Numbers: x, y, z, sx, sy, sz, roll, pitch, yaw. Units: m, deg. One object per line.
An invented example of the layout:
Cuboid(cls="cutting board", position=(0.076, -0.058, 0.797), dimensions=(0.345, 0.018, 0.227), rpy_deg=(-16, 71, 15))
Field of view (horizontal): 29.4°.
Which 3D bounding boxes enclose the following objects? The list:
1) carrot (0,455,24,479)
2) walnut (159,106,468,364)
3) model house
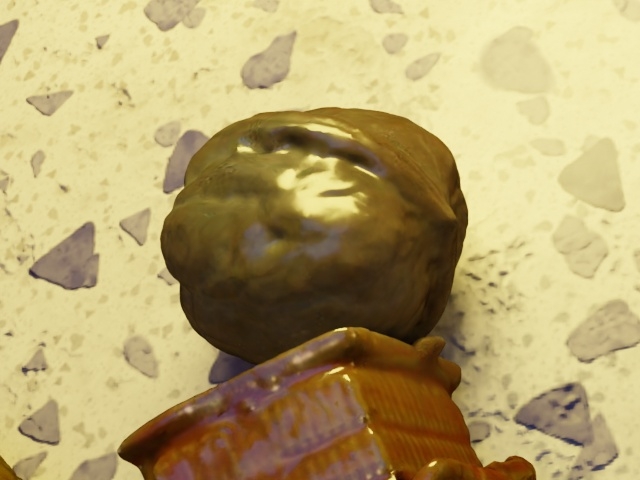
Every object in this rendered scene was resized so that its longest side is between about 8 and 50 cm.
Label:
Cuboid(cls="carrot", position=(-0.338, 0.222, 0.885), dimensions=(0.340, 0.241, 0.241), rpy_deg=(32, 79, 30))
Cuboid(cls="walnut", position=(0.000, 0.000, 0.888), dimensions=(0.224, 0.224, 0.224), rpy_deg=(-9, 61, 17))
Cuboid(cls="model house", position=(0.022, 0.189, 0.783), dimensions=(0.219, 0.199, 0.229), rpy_deg=(-31, 58, 16))
